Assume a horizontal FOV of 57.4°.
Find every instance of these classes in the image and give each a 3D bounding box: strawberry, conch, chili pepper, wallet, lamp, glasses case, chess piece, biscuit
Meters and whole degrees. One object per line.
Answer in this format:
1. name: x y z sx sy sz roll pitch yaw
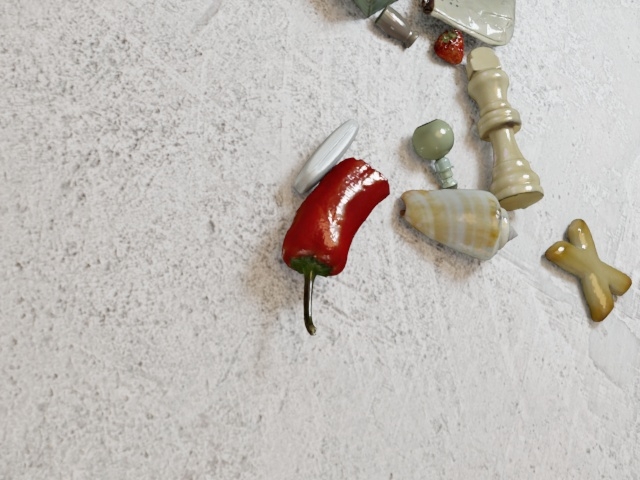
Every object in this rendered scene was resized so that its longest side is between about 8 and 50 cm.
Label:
1. strawberry: 0.311 -0.458 1.401 0.083 0.073 0.073 54 54 -41
2. conch: 0.300 -0.048 1.218 0.255 0.127 0.158 12 69 -18
3. chili pepper: -0.004 -0.001 1.074 0.131 0.135 0.338 44 62 -23
4. wallet: 0.373 -0.615 1.452 0.275 0.068 0.335 26 54 -17
5. lamp: 0.261 -0.180 1.278 0.091 0.091 0.163 -26 98 -27
6. glasses case: 0.014 -0.170 1.170 0.049 0.076 0.197 40 62 -4
7. chess piece: 0.408 -0.269 1.346 0.117 0.117 0.397 -1 72 -23
8. biscuit: 0.627 0.065 1.361 0.164 0.047 0.208 -39 90 -27

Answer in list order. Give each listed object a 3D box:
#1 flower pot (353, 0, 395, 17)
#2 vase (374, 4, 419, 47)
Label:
1. flower pot: 0.131 -0.649 1.302 0.239 0.209 0.189 -37 89 -29
2. vase: 0.179 -0.495 1.359 0.101 0.053 0.053 34 63 -13
